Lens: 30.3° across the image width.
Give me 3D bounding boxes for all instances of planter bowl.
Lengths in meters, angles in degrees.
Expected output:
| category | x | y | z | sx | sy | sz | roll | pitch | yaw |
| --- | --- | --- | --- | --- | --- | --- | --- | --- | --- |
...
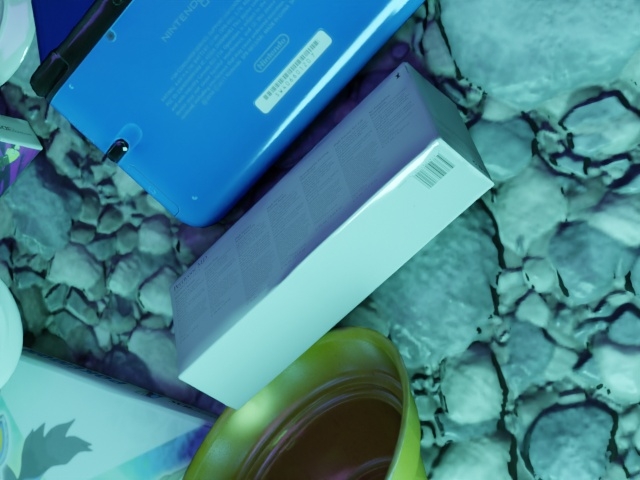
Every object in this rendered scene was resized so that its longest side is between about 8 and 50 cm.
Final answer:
| category | x | y | z | sx | sy | sz | roll | pitch | yaw |
| --- | --- | --- | --- | --- | --- | --- | --- | --- | --- |
| planter bowl | 0.003 | 0.169 | 0.748 | 0.217 | 0.090 | 0.217 | -38 | 28 | 24 |

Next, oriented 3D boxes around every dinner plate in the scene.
| category | x | y | z | sx | sy | sz | roll | pitch | yaw |
| --- | --- | --- | --- | --- | --- | --- | --- | --- | --- |
| dinner plate | -0.303 | -0.196 | 1.034 | 0.141 | 0.017 | 0.141 | -4 | 82 | 32 |

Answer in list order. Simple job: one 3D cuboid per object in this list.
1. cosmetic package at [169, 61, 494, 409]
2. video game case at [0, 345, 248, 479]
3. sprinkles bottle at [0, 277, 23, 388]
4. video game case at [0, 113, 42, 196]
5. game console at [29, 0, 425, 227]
| category | x | y | z | sx | sy | sz | roll | pitch | yaw |
| --- | --- | --- | --- | --- | --- | --- | --- | --- | --- |
| cosmetic package | 0.000 | 0.000 | 0.787 | 0.239 | 0.060 | 0.099 | -42 | 35 | 21 |
| video game case | -0.211 | 0.263 | 0.919 | 0.300 | 0.036 | 0.329 | 14 | 92 | 31 |
| sprinkles bottle | -0.392 | 0.118 | 0.965 | 0.355 | 0.121 | 0.121 | -25 | 73 | 36 |
| video game case | -0.370 | -0.024 | 0.943 | 0.232 | 0.210 | 0.042 | -45 | 64 | 19 |
| game console | -0.073 | -0.204 | 0.891 | 0.250 | 0.173 | 0.293 | 42 | 110 | -5 |
